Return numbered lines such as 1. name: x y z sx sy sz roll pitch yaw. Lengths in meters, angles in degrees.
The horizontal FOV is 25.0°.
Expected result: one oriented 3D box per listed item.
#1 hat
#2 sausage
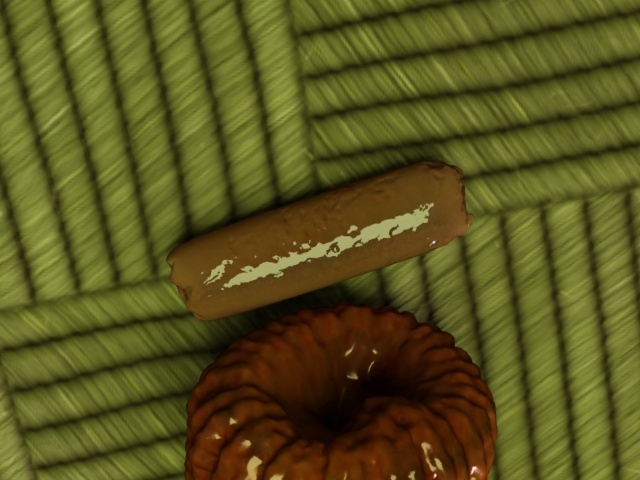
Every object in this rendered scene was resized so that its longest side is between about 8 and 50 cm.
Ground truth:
1. hat: 0.015 0.278 1.355 0.285 0.285 0.400 -1 119 -5
2. sausage: 0.001 0.000 1.340 0.289 0.086 0.086 -19 110 0
